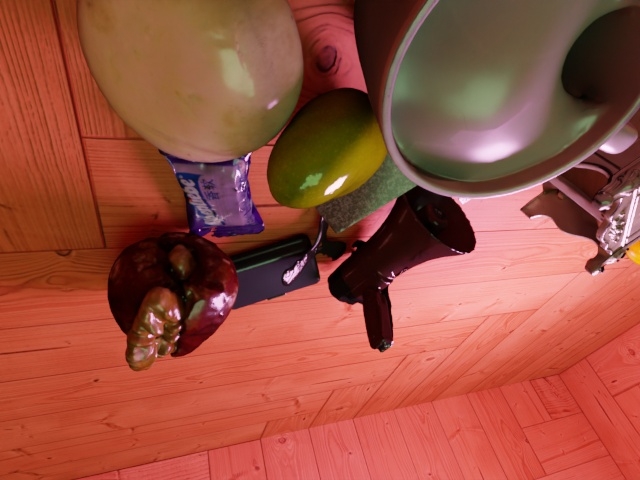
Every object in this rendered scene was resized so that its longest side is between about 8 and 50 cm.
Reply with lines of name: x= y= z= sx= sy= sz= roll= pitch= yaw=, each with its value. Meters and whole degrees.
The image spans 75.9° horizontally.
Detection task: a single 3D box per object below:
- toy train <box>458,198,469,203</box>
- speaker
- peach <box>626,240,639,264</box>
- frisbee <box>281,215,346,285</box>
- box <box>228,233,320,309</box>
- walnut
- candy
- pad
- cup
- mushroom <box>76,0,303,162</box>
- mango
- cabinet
toy train: x=0.376 y=-0.154 z=0.861 sx=0.208 sy=0.043 sz=0.047 roll=-35 pitch=140 yaw=20
speaker: x=0.164 y=0.065 z=0.862 sx=0.198 sy=0.259 sz=0.329 roll=0 pitch=140 yaw=-43
peach: x=0.930 y=-0.069 z=1.037 sx=0.289 sy=0.289 sz=0.307 roll=12 pitch=94 yaw=-34
frisbee: x=0.000 y=0.000 z=0.861 sx=0.211 sy=0.012 sz=0.187 roll=-28 pitch=140 yaw=-42
box: x=-0.121 y=0.074 z=0.924 sx=0.230 sy=0.050 sz=0.160 roll=-18 pitch=143 yaw=-3
walnut: x=-0.277 y=0.122 z=0.751 sx=0.222 sy=0.243 sz=0.269 roll=15 pitch=135 yaw=-15
candy: x=-0.170 y=-0.081 z=0.693 sx=0.145 sy=0.070 sz=0.275 roll=-4 pitch=151 yaw=-7
pad: x=0.080 y=-0.128 z=0.727 sx=0.235 sy=0.003 sz=0.158 roll=-32 pitch=107 yaw=16
cup: x=0.214 y=-0.219 z=0.479 sx=0.357 sy=0.274 sz=0.259 roll=16 pitch=132 yaw=-23
mushroom: x=-0.128 y=-0.212 z=0.458 sx=0.246 sy=0.202 sz=0.246 roll=14 pitch=126 yaw=21
mango: x=0.012 y=-0.126 z=0.566 sx=0.175 sy=0.293 sz=0.143 roll=-41 pitch=97 yaw=24
cabinet: x=0.560 y=-0.149 z=0.752 sx=0.318 sy=0.227 sz=0.290 roll=-38 pitch=141 yaw=6
